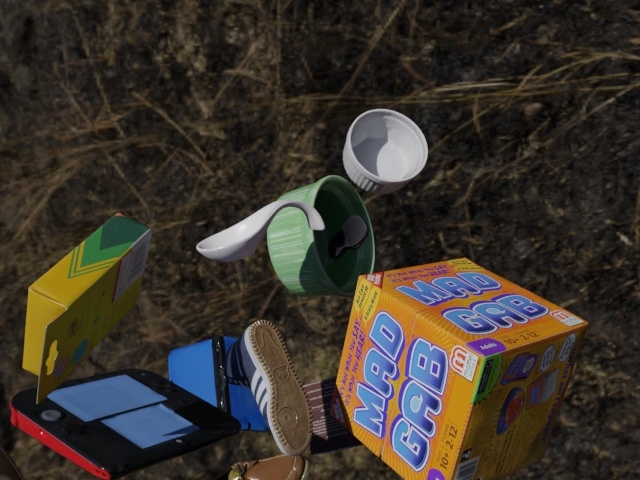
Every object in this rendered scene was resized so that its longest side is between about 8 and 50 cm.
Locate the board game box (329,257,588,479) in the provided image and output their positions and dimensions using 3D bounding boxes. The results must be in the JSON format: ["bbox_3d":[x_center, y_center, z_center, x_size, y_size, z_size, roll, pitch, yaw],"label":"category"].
[{"bbox_3d":[0.292,0.285,1.621,0.356,0.356,0.356,32,119,44],"label":"board game box"}]

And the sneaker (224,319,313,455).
[{"bbox_3d":[-0.114,0.321,1.556,0.153,0.099,0.282,-37,68,49],"label":"sneaker"}]

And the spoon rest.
[{"bbox_3d":[-0.124,-0.024,1.504,0.137,0.276,0.084,6,111,57],"label":"spoon rest"}]

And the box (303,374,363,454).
[{"bbox_3d":[0.065,0.508,2.175,0.167,0.168,0.203,-24,70,35],"label":"box"}]

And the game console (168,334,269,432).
[{"bbox_3d":[-0.307,0.457,2.255,0.173,0.250,0.293,-36,51,38],"label":"game console"}]

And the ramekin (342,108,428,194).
[{"bbox_3d":[0.153,-0.213,1.848,0.207,0.207,0.109,66,157,16],"label":"ramekin"}]

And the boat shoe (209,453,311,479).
[{"bbox_3d":[-0.156,0.529,1.578,0.307,0.104,0.111,-37,25,26],"label":"boat shoe"}]

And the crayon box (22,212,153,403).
[{"bbox_3d":[-0.429,0.113,1.326,0.081,0.318,0.202,25,125,6],"label":"crayon box"}]

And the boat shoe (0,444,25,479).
[{"bbox_3d":[-0.521,0.485,1.294,0.091,0.109,0.305,-27,85,14],"label":"boat shoe"}]

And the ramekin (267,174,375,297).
[{"bbox_3d":[0.000,0.000,1.842,0.148,0.303,0.303,-11,91,31],"label":"ramekin"}]

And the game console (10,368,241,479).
[{"bbox_3d":[-0.407,0.369,1.555,0.342,0.386,0.060,15,100,33],"label":"game console"}]

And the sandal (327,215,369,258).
[{"bbox_3d":[0.068,-0.006,1.636,0.179,0.040,0.067,140,131,-60],"label":"sandal"}]
